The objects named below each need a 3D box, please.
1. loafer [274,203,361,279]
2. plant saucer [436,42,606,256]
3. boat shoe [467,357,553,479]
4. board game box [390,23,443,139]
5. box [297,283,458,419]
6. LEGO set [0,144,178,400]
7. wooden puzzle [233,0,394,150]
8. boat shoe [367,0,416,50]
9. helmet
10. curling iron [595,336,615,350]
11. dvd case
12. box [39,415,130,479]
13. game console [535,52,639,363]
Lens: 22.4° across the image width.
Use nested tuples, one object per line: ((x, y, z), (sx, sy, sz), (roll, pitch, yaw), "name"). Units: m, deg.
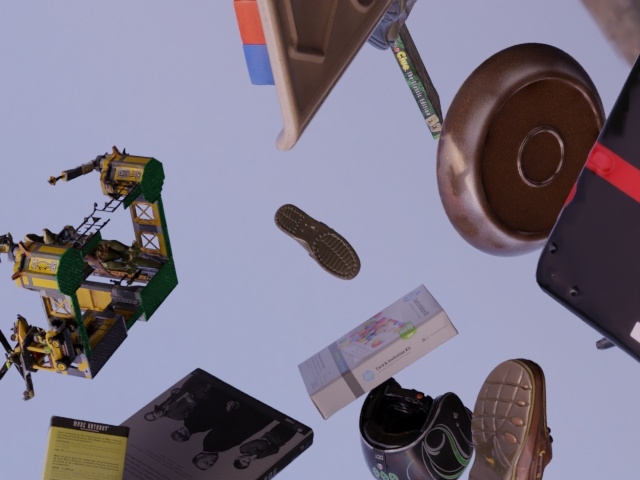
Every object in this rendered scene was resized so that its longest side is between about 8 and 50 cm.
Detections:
((0.000, 0.000, 2.313), (0.148, 0.056, 0.050), (42, -174, 8), "loafer")
((0.300, -0.122, 2.287), (0.310, 0.311, 0.050), (40, 170, -35), "plant saucer")
((0.174, 0.178, 1.436), (0.060, 0.178, 0.064), (-16, -146, -35), "boat shoe")
((0.158, -0.315, 2.848), (0.136, 0.030, 0.260), (-98, -17, -53), "board game box")
((0.065, 0.130, 1.918), (0.038, 0.186, 0.145), (58, -179, -13), "box")
((-0.340, 0.029, 2.121), (0.331, 0.192, 0.255), (-61, -32, -42), "LEGO set")
((-0.017, -0.311, 1.595), (0.322, 0.080, 0.348), (-58, -32, -49), "wooden puzzle")
((0.077, -0.333, 1.963), (0.122, 0.120, 0.324), (38, 174, 2), "boat shoe")
((0.140, 0.280, 2.280), (0.161, 0.169, 0.169), (55, -163, -45), "helmet")
((0.524, 0.112, 2.482), (0.068, 0.274, 0.035), (38, -130, -15), "curling iron")
((-0.149, 0.244, 1.819), (0.179, 0.030, 0.238), (26, -139, 28), "dvd case")
((-0.253, 0.300, 1.657), (0.087, 0.058, 0.232), (9, -119, -11), "box")
((0.414, -0.004, 1.559), (0.060, 0.342, 0.386), (-5, -145, -46), "game console")
